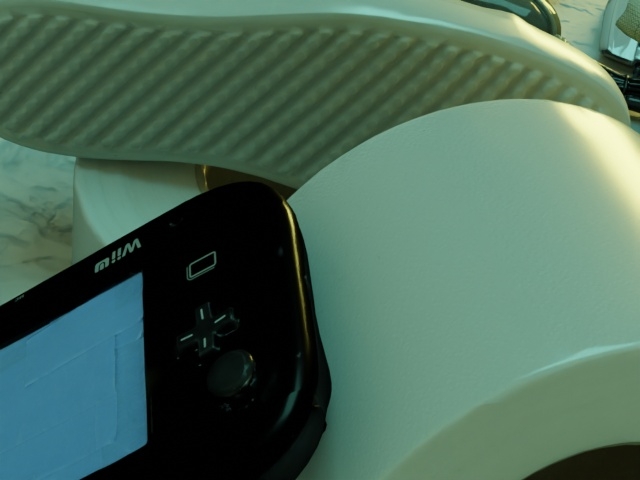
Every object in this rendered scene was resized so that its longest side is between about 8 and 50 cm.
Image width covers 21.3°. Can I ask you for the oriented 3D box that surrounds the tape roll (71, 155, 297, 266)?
[{"bbox_3d":[0.000,0.000,0.973,0.286,0.100,0.286,4,38,-3],"label":"tape roll"}]

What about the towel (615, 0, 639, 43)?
[{"bbox_3d":[0.388,-0.084,1.095,0.324,0.056,0.312,36,24,35],"label":"towel"}]

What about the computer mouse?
[{"bbox_3d":[0.240,-0.155,1.259,0.106,0.042,0.193,12,38,7],"label":"computer mouse"}]

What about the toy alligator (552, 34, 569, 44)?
[{"bbox_3d":[0.166,-0.063,1.118,0.051,0.056,0.189,41,37,-26],"label":"toy alligator"}]

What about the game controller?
[{"bbox_3d":[-0.137,0.093,0.721,0.319,0.067,0.166,-28,48,17],"label":"game controller"}]

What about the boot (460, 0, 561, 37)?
[{"bbox_3d":[0.046,-0.152,1.149,0.190,0.076,0.208,23,20,20],"label":"boot"}]

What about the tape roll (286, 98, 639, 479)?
[{"bbox_3d":[0.089,0.082,0.767,0.246,0.246,0.169,-5,40,-17],"label":"tape roll"}]

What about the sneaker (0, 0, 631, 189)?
[{"bbox_3d":[-0.010,-0.114,0.926,0.366,0.135,0.150,12,41,4],"label":"sneaker"}]
